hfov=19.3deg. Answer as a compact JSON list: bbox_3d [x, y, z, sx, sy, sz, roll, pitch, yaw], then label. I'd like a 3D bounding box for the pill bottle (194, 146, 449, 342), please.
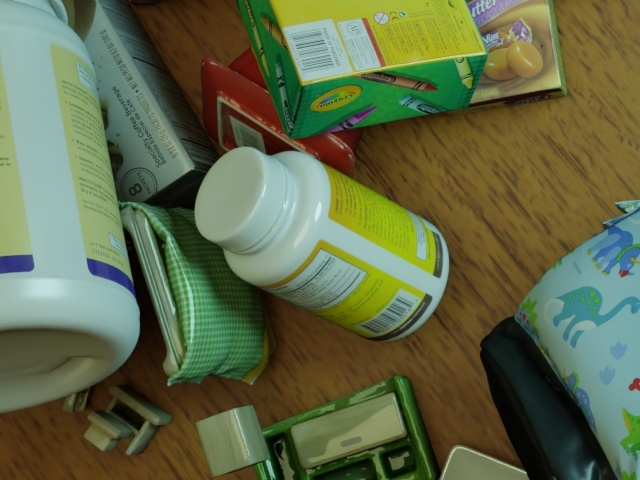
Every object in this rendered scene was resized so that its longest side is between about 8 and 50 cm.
[{"bbox_3d":[0.000,0.000,1.578,0.117,0.215,0.117,-25,52,37],"label":"pill bottle"}]

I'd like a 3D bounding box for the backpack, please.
[{"bbox_3d":[0.321,0.087,1.485,0.355,0.273,0.290,-21,44,-1],"label":"backpack"}]

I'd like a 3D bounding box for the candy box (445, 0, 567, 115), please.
[{"bbox_3d":[0.147,-0.211,1.646,0.109,0.053,0.186,-10,83,14],"label":"candy box"}]

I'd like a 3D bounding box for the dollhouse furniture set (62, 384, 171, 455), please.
[{"bbox_3d":[-0.219,0.109,1.656,0.161,0.182,0.101,34,96,14],"label":"dollhouse furniture set"}]

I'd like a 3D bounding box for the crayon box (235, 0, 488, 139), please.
[{"bbox_3d":[0.012,-0.230,1.592,0.165,0.081,0.278,-11,62,-18],"label":"crayon box"}]

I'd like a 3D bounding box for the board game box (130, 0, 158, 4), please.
[{"bbox_3d":[-0.147,-0.364,1.692,0.027,0.145,0.281,-1,86,-22],"label":"board game box"}]

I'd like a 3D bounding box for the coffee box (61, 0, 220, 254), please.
[{"bbox_3d":[-0.232,-0.135,1.706,0.168,0.119,0.297,-32,79,11],"label":"coffee box"}]

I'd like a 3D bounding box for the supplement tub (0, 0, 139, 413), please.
[{"bbox_3d":[-0.286,-0.046,1.511,0.241,0.241,0.331,-18,68,13],"label":"supplement tub"}]

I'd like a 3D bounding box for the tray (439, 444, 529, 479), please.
[{"bbox_3d":[0.215,0.289,1.610,0.270,0.030,0.145,21,91,15],"label":"tray"}]

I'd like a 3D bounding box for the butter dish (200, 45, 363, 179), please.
[{"bbox_3d":[-0.016,-0.120,1.650,0.160,0.160,0.118,32,71,10],"label":"butter dish"}]

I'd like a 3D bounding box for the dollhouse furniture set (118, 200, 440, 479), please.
[{"bbox_3d":[-0.032,0.089,1.600,0.151,0.197,0.301,-20,82,14],"label":"dollhouse furniture set"}]
